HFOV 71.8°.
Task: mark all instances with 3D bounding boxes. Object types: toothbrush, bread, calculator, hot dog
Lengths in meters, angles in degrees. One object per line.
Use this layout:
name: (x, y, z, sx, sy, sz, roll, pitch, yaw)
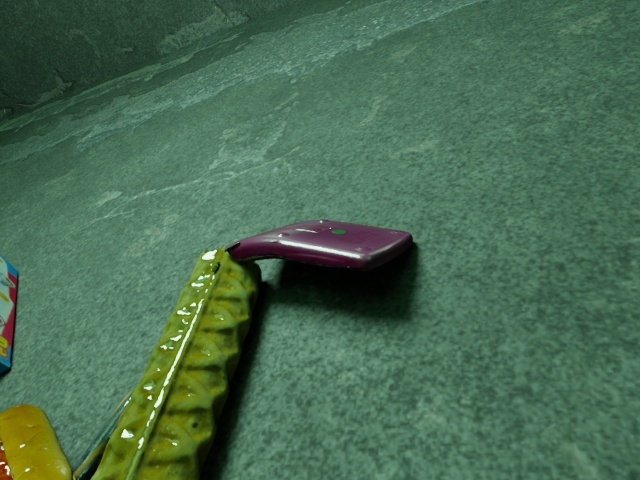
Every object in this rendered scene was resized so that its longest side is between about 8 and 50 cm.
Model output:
toothbrush: (-0.210, 0.187, 0.458, 0.031, 0.023, 0.320, -9, 39, 33)
bread: (-0.132, 0.141, 0.426, 0.077, 0.084, 0.367, -57, 14, 40)
calculator: (0.000, 0.000, 0.508, 0.191, 0.034, 0.127, 4, 14, 32)
hot dog: (-0.284, 0.216, 0.406, 0.236, 0.062, 0.092, 2, 43, 48)

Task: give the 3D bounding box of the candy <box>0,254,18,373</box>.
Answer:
candy: (-0.579, 0.128, 0.687, 0.157, 0.100, 0.306, -37, 39, -12)
